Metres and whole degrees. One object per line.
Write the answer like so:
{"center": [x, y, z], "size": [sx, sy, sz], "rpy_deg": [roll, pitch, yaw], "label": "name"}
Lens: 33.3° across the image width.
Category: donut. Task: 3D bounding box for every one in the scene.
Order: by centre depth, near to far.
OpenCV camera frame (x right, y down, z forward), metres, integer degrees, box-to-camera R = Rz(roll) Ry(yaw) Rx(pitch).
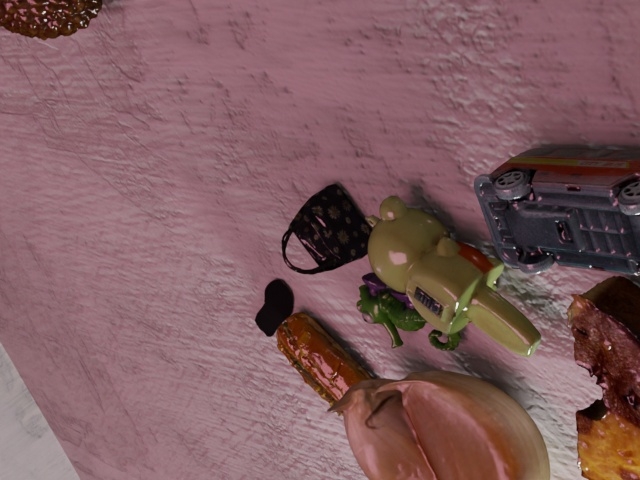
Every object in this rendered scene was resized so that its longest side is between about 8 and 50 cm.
{"center": [0.379, 0.170, 1.230], "size": [0.151, 0.112, 0.295], "rpy_deg": [19, 137, 38], "label": "donut"}

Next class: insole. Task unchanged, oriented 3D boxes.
{"center": [-0.081, 0.120, 1.859], "size": [0.064, 0.004, 0.188], "rpy_deg": [46, 148, 10], "label": "insole"}

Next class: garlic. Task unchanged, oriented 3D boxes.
{"center": [0.178, 0.315, 1.542], "size": [0.286, 0.249, 0.313], "rpy_deg": [95, 150, -69], "label": "garlic"}

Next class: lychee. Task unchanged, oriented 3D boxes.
{"center": [-0.435, -0.401, 1.605], "size": [0.238, 0.200, 0.200], "rpy_deg": [30, 145, 10], "label": "lychee"}

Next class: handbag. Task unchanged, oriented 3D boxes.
{"center": [0.000, 0.000, 1.507], "size": [0.115, 0.139, 0.072], "rpy_deg": [54, 140, -3], "label": "handbag"}

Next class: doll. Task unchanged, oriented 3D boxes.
{"center": [0.123, 0.110, 1.551], "size": [0.190, 0.050, 0.115], "rpy_deg": [13, 128, 43], "label": "doll"}

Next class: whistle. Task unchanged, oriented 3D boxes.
{"center": [0.165, 0.049, 1.378], "size": [0.288, 0.106, 0.131], "rpy_deg": [37, 143, 24], "label": "whistle"}

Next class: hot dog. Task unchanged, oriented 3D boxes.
{"center": [0.028, 0.226, 1.772], "size": [0.269, 0.072, 0.115], "rpy_deg": [43, 140, 13], "label": "hot dog"}

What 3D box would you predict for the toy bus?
{"center": [0.297, -0.033, 1.113], "size": [0.265, 0.120, 0.121], "rpy_deg": [7, 127, 49], "label": "toy bus"}
